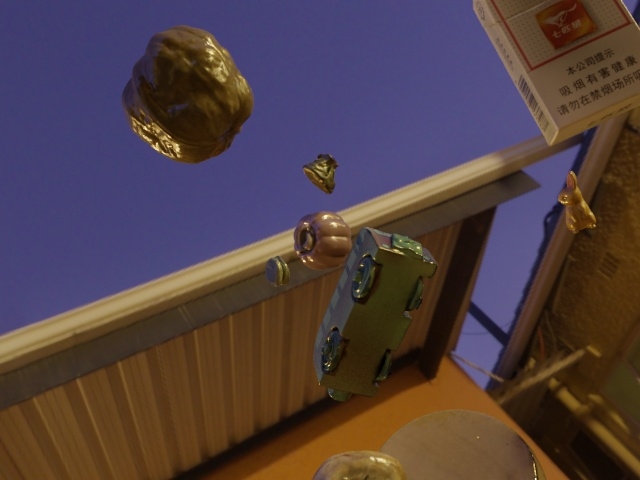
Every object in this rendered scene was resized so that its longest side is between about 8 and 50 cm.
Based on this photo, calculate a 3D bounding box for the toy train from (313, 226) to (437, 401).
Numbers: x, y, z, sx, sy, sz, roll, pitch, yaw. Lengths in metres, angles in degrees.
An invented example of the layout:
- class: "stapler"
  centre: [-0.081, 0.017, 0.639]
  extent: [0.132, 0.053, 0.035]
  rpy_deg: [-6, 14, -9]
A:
- class: "toy train"
  centre: [0.083, 0.131, 1.059]
  extent: [0.129, 0.159, 0.327]
  rpy_deg: [16, -70, -13]

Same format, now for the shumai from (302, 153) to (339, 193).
- class: "shumai"
  centre: [0.012, -0.201, 1.717]
  extent: [0.087, 0.099, 0.124]
  rpy_deg: [-49, -32, -9]

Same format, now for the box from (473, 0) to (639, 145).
- class: "box"
  centre: [0.447, -0.368, 1.095]
  extent: [0.210, 0.330, 0.095]
  rpy_deg: [-24, -16, 6]

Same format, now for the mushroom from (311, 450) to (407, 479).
- class: "mushroom"
  centre: [0.052, 0.326, 0.714]
  extent: [0.148, 0.148, 0.112]
  rpy_deg: [-24, -28, -22]

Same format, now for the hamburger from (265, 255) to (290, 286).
- class: "hamburger"
  centre: [-0.144, 0.094, 1.941]
  extent: [0.054, 0.121, 0.084]
  rpy_deg: [-2, -77, -27]

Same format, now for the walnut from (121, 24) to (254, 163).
- class: "walnut"
  centre: [-0.303, -0.325, 1.366]
  extent: [0.253, 0.277, 0.282]
  rpy_deg: [-51, 9, -28]

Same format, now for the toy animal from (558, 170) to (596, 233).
- class: "toy animal"
  centre: [0.664, -0.103, 1.561]
  extent: [0.070, 0.083, 0.159]
  rpy_deg: [-19, -81, 11]

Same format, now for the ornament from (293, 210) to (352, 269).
- class: "ornament"
  centre: [0.000, -0.001, 1.750]
  extent: [0.177, 0.177, 0.178]
  rpy_deg: [-24, -41, -23]

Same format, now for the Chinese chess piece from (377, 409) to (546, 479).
- class: "Chinese chess piece"
  centre: [0.190, 0.358, 0.836]
  extent: [0.250, 0.251, 0.097]
  rpy_deg: [-31, -59, -14]
